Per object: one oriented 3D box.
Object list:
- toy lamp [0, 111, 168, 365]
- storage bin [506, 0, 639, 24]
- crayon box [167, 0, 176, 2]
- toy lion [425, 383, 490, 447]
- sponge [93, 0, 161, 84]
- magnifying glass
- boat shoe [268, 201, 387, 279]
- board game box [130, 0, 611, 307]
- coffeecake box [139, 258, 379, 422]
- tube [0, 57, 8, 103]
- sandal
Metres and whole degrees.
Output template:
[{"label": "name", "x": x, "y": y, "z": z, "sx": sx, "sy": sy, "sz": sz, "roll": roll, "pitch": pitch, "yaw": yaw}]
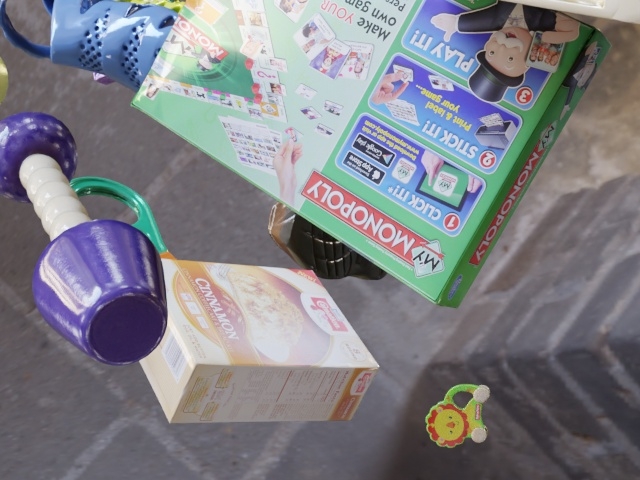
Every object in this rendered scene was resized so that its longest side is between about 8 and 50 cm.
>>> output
[{"label": "toy lamp", "x": -0.160, "y": -0.007, "z": 0.729, "sx": 0.080, "sy": 0.274, "sz": 0.080, "roll": -11, "pitch": 117, "yaw": -23}, {"label": "storage bin", "x": 0.188, "y": -0.227, "z": 0.721, "sx": 0.260, "sy": 0.262, "sz": 0.123, "roll": -35, "pitch": 134, "yaw": -47}, {"label": "crayon box", "x": -0.103, "y": -0.374, "z": 1.029, "sx": 0.165, "sy": 0.081, "sz": 0.278, "roll": -30, "pitch": 137, "yaw": -32}, {"label": "toy lion", "x": 0.212, "y": 0.272, "z": 1.779, "sx": 0.096, "sy": 0.034, "sz": 0.100, "roll": 4, "pitch": 94, "yaw": 12}, {"label": "sponge", "x": -0.279, "y": -0.335, "z": 1.657, "sx": 0.031, "sy": 0.117, "sz": 0.210, "roll": 25, "pitch": 53, "yaw": -58}, {"label": "magnifying glass", "x": -0.180, "y": 0.007, "z": 1.167, "sx": 0.231, "sy": 0.026, "sz": 0.092, "roll": 39, "pitch": 35, "yaw": 28}, {"label": "boat shoe", "x": 0.000, "y": 0.000, "z": 1.805, "sx": 0.324, "sy": 0.119, "sz": 0.123, "roll": 23, "pitch": 80, "yaw": -60}, {"label": "board game box", "x": 0.022, "y": -0.121, "z": 0.853, "sx": 0.214, "sy": 0.317, "sz": 0.046, "roll": -61, "pitch": 152, "yaw": 9}, {"label": "coffeecake box", "x": -0.064, "y": 0.087, "z": 1.006, "sx": 0.185, "sy": 0.068, "sz": 0.142, "roll": 6, "pitch": 33, "yaw": -36}, {"label": "tube", "x": -0.353, "y": -0.138, "z": 0.931, "sx": 0.070, "sy": 0.062, "sz": 0.240, "roll": 52, "pitch": 20, "yaw": 15}, {"label": "sandal", "x": -0.230, "y": -0.211, "z": 1.222, "sx": 0.138, "sy": 0.317, "sz": 0.126, "roll": -24, "pitch": 133, "yaw": -37}]
